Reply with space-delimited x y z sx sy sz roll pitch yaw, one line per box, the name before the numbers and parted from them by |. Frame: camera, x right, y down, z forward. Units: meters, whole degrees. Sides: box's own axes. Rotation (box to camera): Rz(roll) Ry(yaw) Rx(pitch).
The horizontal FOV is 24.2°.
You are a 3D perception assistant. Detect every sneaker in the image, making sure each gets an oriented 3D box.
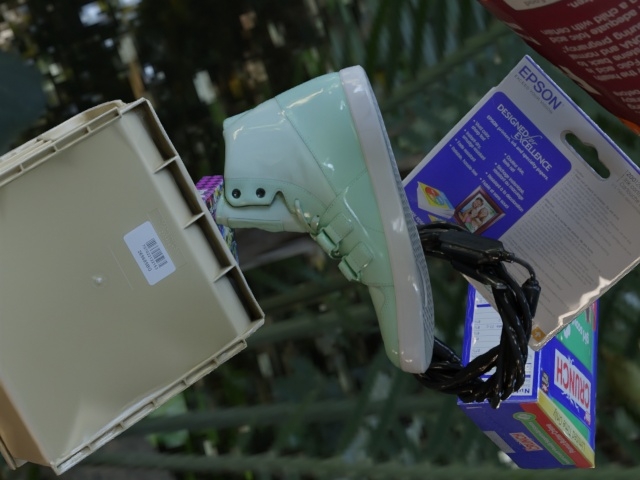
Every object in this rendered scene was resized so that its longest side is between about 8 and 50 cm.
sneaker | 0.000 0.000 1.210 0.094 0.151 0.256 43 31 -76

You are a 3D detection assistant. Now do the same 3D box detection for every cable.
cable | 0.114 0.062 1.277 0.047 0.184 0.151 -16 110 -39

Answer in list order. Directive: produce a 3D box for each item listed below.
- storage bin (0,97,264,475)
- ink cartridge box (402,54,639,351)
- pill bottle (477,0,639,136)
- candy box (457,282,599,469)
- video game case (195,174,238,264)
storage bin | -0.226 0.037 1.390 0.260 0.123 0.262 -34 104 -26
ink cartridge box | 0.199 -0.034 1.364 0.206 0.208 0.045 47 35 5
pill bottle | 0.249 -0.187 1.004 0.392 0.224 0.224 33 38 -33
candy box | 0.297 0.127 2.070 0.268 0.122 0.317 47 46 -54
video game case | -0.149 0.040 1.948 0.232 0.041 0.210 -63 150 -73
